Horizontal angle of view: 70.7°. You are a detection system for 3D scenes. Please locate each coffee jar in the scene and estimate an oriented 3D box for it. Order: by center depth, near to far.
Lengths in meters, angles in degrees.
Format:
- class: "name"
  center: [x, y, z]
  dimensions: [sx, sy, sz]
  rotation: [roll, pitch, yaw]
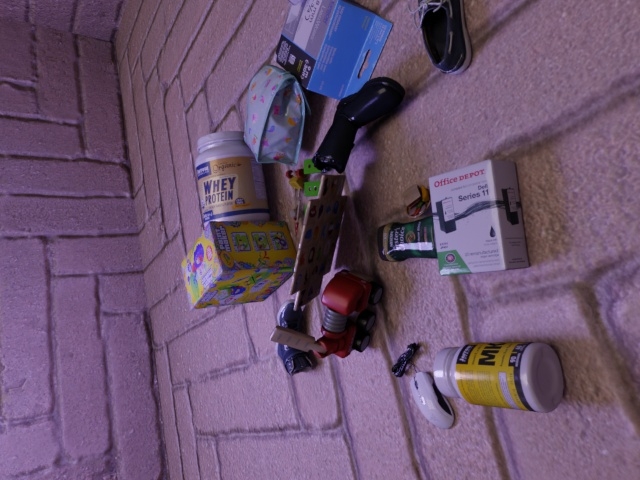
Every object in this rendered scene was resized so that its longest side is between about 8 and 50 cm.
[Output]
- class: "coffee jar"
  center: [0.210, -0.001, 1.024]
  dimensions: [0.184, 0.079, 0.096]
  rotation: [-10, 83, 53]

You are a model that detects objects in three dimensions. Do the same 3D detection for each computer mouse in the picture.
- class: "computer mouse"
  center: [0.234, 0.341, 1.036]
  dimensions: [0.193, 0.042, 0.106]
  rotation: [58, 133, 33]

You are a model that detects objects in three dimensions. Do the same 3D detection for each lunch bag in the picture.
- class: "lunch bag"
  center: [-0.136, -0.390, 1.374]
  dimensions: [0.223, 0.160, 0.262]
  rotation: [-126, 43, -54]

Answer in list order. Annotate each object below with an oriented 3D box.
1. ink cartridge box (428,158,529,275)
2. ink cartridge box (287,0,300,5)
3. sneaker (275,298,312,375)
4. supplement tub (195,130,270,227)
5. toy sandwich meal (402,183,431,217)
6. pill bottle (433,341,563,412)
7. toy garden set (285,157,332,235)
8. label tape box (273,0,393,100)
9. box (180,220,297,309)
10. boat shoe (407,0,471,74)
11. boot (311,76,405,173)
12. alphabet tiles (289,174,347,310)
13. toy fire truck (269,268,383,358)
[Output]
- class: "ink cartridge box"
  center: [0.307, -0.041, 0.889]
  dimensions: [0.153, 0.086, 0.209]
  rotation: [-13, 80, 52]
- class: "ink cartridge box"
  center: [-0.040, -0.870, 1.159]
  dimensions: [0.285, 0.166, 0.395]
  rotation: [-23, 63, 36]
- class: "sneaker"
  center: [-0.076, 0.309, 1.394]
  dimensions: [0.163, 0.086, 0.226]
  rotation: [-130, 41, -53]
- class: "supplement tub"
  center: [-0.306, -0.196, 1.557]
  dimensions: [0.228, 0.228, 0.316]
  rotation: [-12, 86, 52]
- class: "toy sandwich meal"
  center: [0.218, -0.091, 1.029]
  dimensions: [0.085, 0.029, 0.086]
  rotation: [-39, 33, 32]
- class: "pill bottle"
  center: [0.326, 0.252, 0.849]
  dimensions: [0.208, 0.119, 0.119]
  rotation: [-18, 77, 51]
- class: "toy garden set"
  center: [-0.026, -0.119, 1.360]
  dimensions: [0.203, 0.049, 0.244]
  rotation: [3, 95, 51]
- class: "label tape box"
  center: [0.017, -0.543, 1.237]
  dimensions: [0.334, 0.105, 0.241]
  rotation: [52, 130, 38]
- class: "box"
  center: [-0.271, 0.083, 1.496]
  dimensions: [0.290, 0.279, 0.177]
  rotation: [-43, 59, 44]
- class: "boat shoe"
  center: [0.246, -0.473, 0.958]
  dimensions: [0.095, 0.079, 0.255]
  rotation: [-18, 77, 52]
- class: "boot"
  center: [0.086, -0.268, 1.104]
  dimensions: [0.246, 0.094, 0.207]
  rotation: [-1, 64, 59]
- class: "alphabet tiles"
  center: [0.000, 0.000, 1.156]
  dimensions: [0.011, 0.285, 0.343]
  rotation: [16, 103, 17]
- class: "toy fire truck"
  center: [0.016, 0.192, 1.118]
  dimensions: [0.158, 0.246, 0.217]
  rotation: [23, 111, 28]
